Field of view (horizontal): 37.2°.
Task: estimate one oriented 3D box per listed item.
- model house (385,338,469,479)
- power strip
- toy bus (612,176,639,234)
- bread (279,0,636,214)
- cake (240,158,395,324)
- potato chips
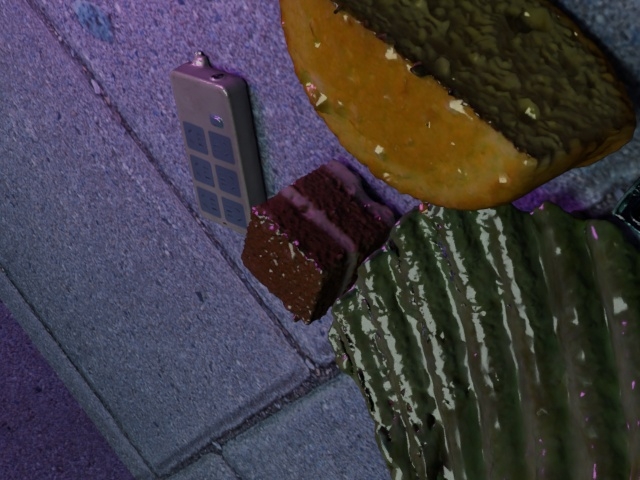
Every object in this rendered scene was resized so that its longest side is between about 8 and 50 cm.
[{"bbox_3d":[0.177,0.220,1.115,0.214,0.189,0.195,12,131,49],"label":"model house"},{"bbox_3d":[-0.138,-0.127,1.327,0.118,0.046,0.270,25,136,37],"label":"power strip"},{"bbox_3d":[0.337,-0.011,0.792,0.160,0.092,0.079,40,143,11],"label":"toy bus"},{"bbox_3d":[0.102,-0.148,0.869,0.340,0.194,0.179,43,144,10],"label":"bread"},{"bbox_3d":[0.000,0.000,1.174,0.135,0.147,0.134,43,144,17],"label":"cake"},{"bbox_3d":[0.187,0.142,0.944,0.373,0.097,0.389,-40,70,23],"label":"potato chips"}]
